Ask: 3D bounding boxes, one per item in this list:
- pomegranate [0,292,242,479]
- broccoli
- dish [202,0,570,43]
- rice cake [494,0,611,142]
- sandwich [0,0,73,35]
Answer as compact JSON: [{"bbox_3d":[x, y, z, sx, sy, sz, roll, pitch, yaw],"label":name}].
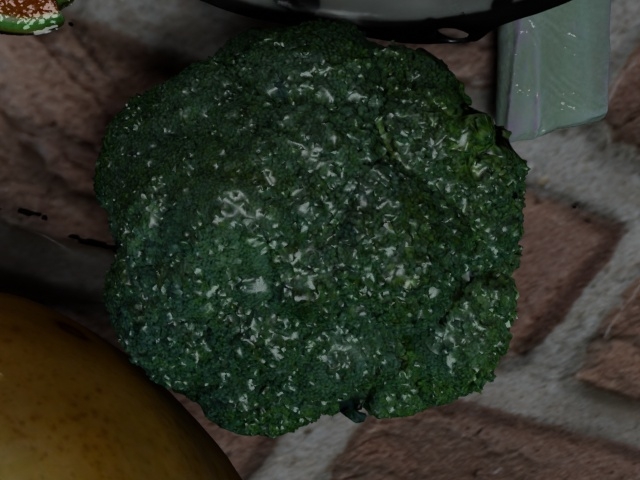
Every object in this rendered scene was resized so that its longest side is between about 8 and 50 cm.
[{"bbox_3d":[-0.227,0.237,0.728,0.417,0.416,0.416,-11,128,-15],"label":"pomegranate"},{"bbox_3d":[0.000,0.000,0.751,0.270,0.270,0.270,-46,164,14],"label":"broccoli"},{"bbox_3d":[0.032,-0.208,0.638,0.303,0.120,0.303,2,168,0],"label":"dish"},{"bbox_3d":[0.152,-0.166,0.812,0.080,0.042,0.221,-12,130,-8],"label":"rice cake"},{"bbox_3d":[-0.183,-0.152,0.695,0.101,0.026,0.069,4,119,-29],"label":"sandwich"}]
